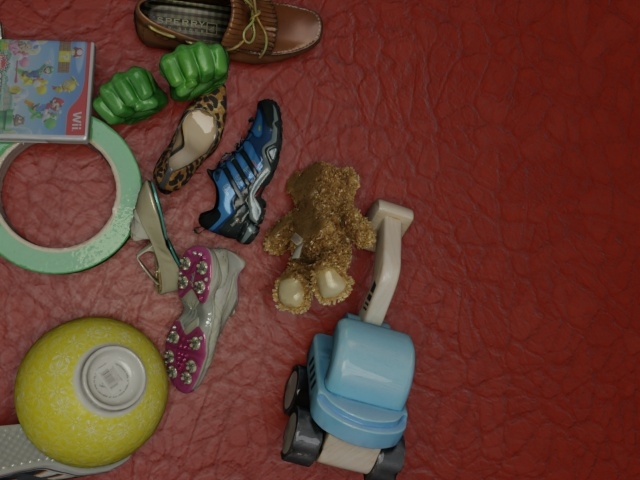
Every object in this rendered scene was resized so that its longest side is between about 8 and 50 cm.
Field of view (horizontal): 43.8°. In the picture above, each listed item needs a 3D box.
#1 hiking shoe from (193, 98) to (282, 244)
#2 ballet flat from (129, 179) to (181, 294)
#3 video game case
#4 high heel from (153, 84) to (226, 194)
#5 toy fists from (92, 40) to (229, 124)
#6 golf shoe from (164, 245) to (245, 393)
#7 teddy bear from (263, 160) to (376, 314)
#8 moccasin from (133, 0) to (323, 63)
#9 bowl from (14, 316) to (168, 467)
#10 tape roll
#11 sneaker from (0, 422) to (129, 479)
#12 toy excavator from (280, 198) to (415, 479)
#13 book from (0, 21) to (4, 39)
[{"bbox_3d":[-0.160,-0.149,1.614,0.132,0.113,0.304,14,85,-12],"label":"hiking shoe"},{"bbox_3d":[-0.325,0.002,1.545,0.086,0.086,0.248,-21,122,-12],"label":"ballet flat"},{"bbox_3d":[-0.577,-0.285,1.509,0.285,0.025,0.204,1,76,-4],"label":"video game case"},{"bbox_3d":[-0.242,-0.207,1.561,0.093,0.186,0.261,29,82,-10],"label":"high heel"},{"bbox_3d":[-0.305,-0.302,1.546,0.279,0.142,0.096,-22,84,2],"label":"toy fists"},{"bbox_3d":[-0.221,0.159,1.590,0.140,0.115,0.306,-4,112,-51],"label":"golf shoe"},{"bbox_3d":[0.000,0.000,1.595,0.245,0.338,0.113,-34,132,19],"label":"teddy bear"},{"bbox_3d":[-0.180,-0.444,1.604,0.380,0.147,0.139,8,86,-12],"label":"moccasin"},{"bbox_3d":[-0.401,0.265,1.472,0.289,0.156,0.290,12,65,-27],"label":"bowl"},{"bbox_3d":[-0.510,-0.094,1.557,0.321,0.077,0.321,1,87,-11],"label":"tape roll"},{"bbox_3d":[-0.526,0.400,1.518,0.321,0.127,0.126,7,60,-35],"label":"sneaker"},{"bbox_3d":[0.098,0.186,1.582,0.222,0.433,0.445,18,112,-11],"label":"toy excavator"},{"bbox_3d":[-0.692,-0.375,1.552,0.144,0.035,0.096,-6,91,-11],"label":"book"}]
